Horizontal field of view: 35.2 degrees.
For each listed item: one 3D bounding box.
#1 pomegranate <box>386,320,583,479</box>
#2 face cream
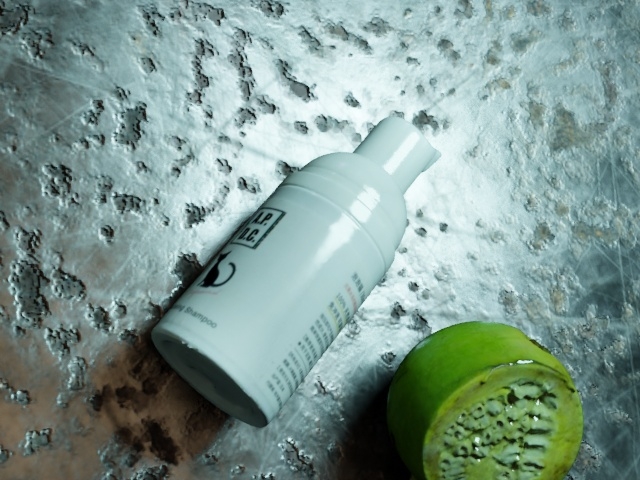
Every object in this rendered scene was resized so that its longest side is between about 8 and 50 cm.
[{"bbox_3d":[0.156,0.194,1.040,0.189,0.159,0.241,-11,111,-15],"label":"pomegranate"},{"bbox_3d":[0.000,0.000,1.016,0.145,0.145,0.370,42,67,-9],"label":"face cream"}]
